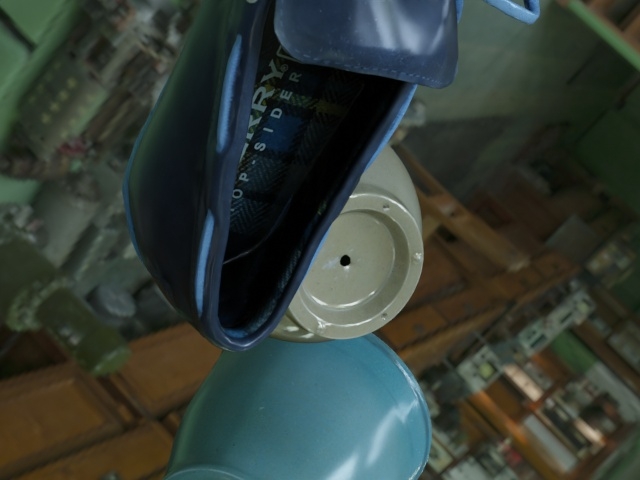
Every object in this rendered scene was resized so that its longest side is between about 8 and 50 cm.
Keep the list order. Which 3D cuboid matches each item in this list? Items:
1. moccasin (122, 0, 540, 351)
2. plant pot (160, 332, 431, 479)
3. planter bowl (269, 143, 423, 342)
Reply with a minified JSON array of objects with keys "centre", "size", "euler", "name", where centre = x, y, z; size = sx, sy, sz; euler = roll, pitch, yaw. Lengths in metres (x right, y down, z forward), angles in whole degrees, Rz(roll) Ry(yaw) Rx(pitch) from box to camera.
[{"centre":[0.022,-0.097,0.524],"size":[0.137,0.117,0.342],"euler":[3,126,-30],"name":"moccasin"},{"centre":[-0.047,0.253,1.327],"size":[0.272,0.271,0.255],"euler":[-54,177,35],"name":"plant pot"},{"centre":[0.000,0.000,0.785],"size":[0.162,0.109,0.162],"euler":[-9,114,-22],"name":"planter bowl"}]
